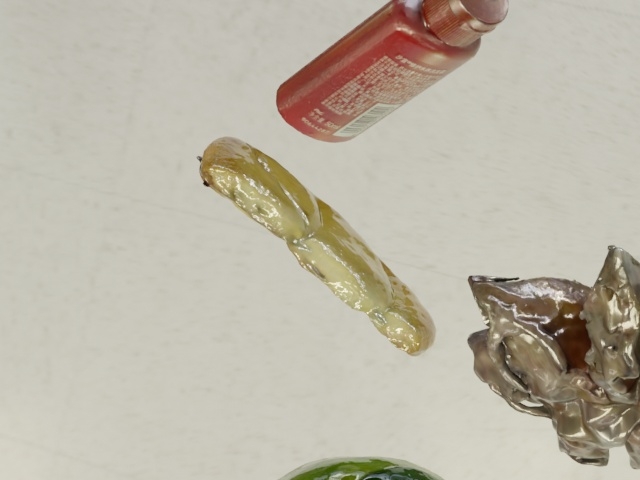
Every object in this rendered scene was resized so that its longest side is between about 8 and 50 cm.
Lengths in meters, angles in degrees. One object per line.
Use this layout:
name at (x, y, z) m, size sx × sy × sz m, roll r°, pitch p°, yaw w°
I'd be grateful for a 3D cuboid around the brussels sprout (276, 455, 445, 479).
brussels sprout at (0.053, 0.306, 1.460) m, size 0.271 × 0.210 × 0.219 m, roll 40°, pitch 73°, yaw 8°

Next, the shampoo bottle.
shampoo bottle at (0.078, -0.198, 1.808) m, size 0.314 × 0.118 × 0.076 m, roll -32°, pitch 46°, yaw 51°

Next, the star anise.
star anise at (0.259, 0.113, 1.324) m, size 0.331 × 0.332 × 0.117 m, roll 16°, pitch 66°, yaw 20°

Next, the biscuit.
biscuit at (0.002, 0.000, 1.658) m, size 0.299 × 0.154 × 0.045 m, roll 41°, pitch 104°, yaw 5°
